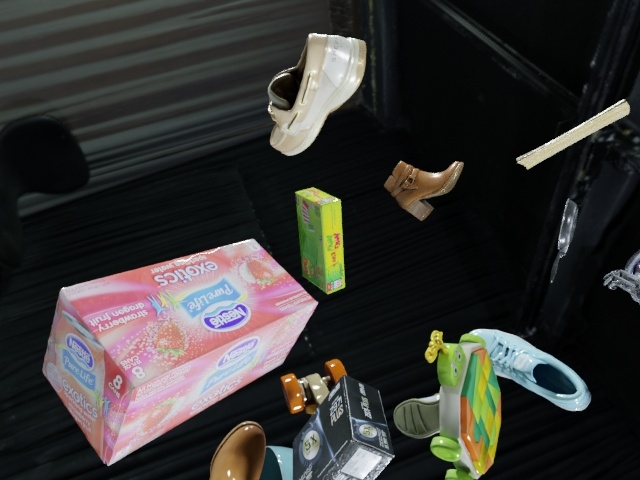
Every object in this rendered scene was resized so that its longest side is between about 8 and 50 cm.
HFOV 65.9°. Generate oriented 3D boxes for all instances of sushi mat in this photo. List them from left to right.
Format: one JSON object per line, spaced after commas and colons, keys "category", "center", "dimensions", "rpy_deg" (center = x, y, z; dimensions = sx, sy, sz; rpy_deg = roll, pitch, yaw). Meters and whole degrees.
{"category": "sushi mat", "center": [0.739, -0.304, 1.450], "dimensions": [0.151, 0.316, 0.019], "rpy_deg": [5, 59, -57]}

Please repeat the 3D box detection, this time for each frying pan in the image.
{"category": "frying pan", "center": [0.922, 0.002, 1.872], "dimensions": [0.197, 0.053, 0.326], "rpy_deg": [15, 87, -60]}

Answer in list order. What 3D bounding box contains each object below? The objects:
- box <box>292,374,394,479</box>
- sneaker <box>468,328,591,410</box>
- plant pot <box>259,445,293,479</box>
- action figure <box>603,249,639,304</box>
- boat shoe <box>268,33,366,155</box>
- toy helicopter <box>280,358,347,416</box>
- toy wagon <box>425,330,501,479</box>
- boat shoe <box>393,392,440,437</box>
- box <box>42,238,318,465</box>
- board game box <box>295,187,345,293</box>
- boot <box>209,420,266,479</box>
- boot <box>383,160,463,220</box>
{"category": "box", "center": [0.029, 0.343, 0.814], "dimensions": [0.180, 0.077, 0.147], "rpy_deg": [-57, -165, 20]}
{"category": "sneaker", "center": [0.578, 0.343, 1.400], "dimensions": [0.366, 0.135, 0.150], "rpy_deg": [23, -14, 33]}
{"category": "plant pot", "center": [-0.058, 0.741, 1.422], "dimensions": [0.290, 0.195, 0.290], "rpy_deg": [-175, -90, -67]}
{"category": "action figure", "center": [0.777, 0.116, 1.169], "dimensions": [0.185, 0.285, 0.099], "rpy_deg": [43, -59, 17]}
{"category": "boat shoe", "center": [-0.020, -0.136, 0.463], "dimensions": [0.170, 0.059, 0.063], "rpy_deg": [144, -46, -59]}
{"category": "toy helicopter", "center": [0.035, 0.440, 1.043], "dimensions": [0.355, 0.140, 0.235], "rpy_deg": [-130, -151, -58]}
{"category": "toy wagon", "center": [0.291, 0.319, 0.994], "dimensions": [0.267, 0.068, 0.344], "rpy_deg": [-59, 135, -40]}
{"category": "boat shoe", "center": [0.345, 0.500, 1.425], "dimensions": [0.302, 0.103, 0.113], "rpy_deg": [-31, -120, 45]}
{"category": "box", "center": [-0.165, 0.121, 0.638], "dimensions": [0.154, 0.300, 0.142], "rpy_deg": [42, -58, 22]}
{"category": "board game box", "center": [0.000, 0.000, 0.938], "dimensions": [0.092, 0.043, 0.181], "rpy_deg": [31, -47, 50]}
{"category": "boot", "center": [-0.162, 0.469, 0.883], "dimensions": [0.109, 0.283, 0.220], "rpy_deg": [36, -24, -6]}
{"category": "boot", "center": [0.278, -0.171, 1.349], "dimensions": [0.152, 0.197, 0.073], "rpy_deg": [45, 15, 19]}
